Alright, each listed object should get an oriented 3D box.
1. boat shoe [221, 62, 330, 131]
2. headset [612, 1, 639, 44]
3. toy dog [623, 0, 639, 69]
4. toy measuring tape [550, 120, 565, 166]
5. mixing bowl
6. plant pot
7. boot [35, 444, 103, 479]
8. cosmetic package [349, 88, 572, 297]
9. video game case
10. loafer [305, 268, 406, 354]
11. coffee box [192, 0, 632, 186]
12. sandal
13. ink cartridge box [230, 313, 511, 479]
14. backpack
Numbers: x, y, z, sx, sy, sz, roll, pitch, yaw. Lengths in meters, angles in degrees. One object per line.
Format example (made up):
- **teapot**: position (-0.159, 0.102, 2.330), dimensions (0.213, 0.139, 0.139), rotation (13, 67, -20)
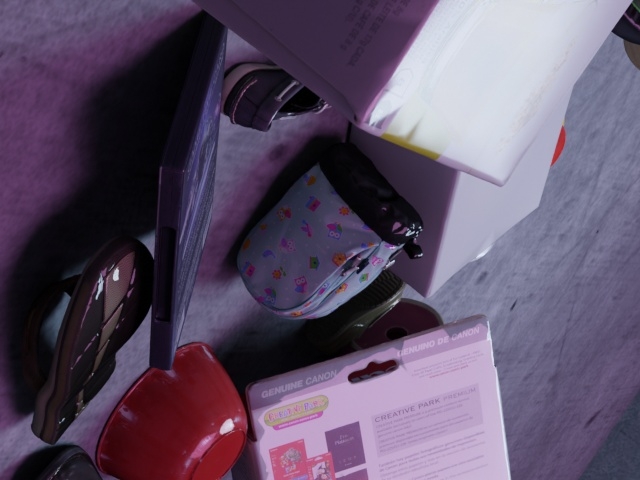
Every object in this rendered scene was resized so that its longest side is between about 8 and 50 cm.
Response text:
- **boat shoe**: position (-0.020, -0.137, 1.774), dimensions (0.206, 0.065, 0.075), rotation (-16, 138, -56)
- **headset**: position (0.329, -0.371, 1.791), dimensions (0.243, 0.185, 0.394), rotation (-43, 116, -21)
- **toy dog**: position (0.414, -0.372, 2.219), dimensions (0.220, 0.161, 0.333), rotation (-14, 121, -53)
- **toy measuring tape**: position (0.244, -0.185, 2.174), dimensions (0.121, 0.121, 0.330), rotation (-29, 138, -44)
- **mixing bowl**: position (-0.145, 0.211, 2.005), dimensions (0.181, 0.098, 0.181), rotation (-42, 155, -25)
- **plant pot**: position (0.095, 0.180, 2.330), dimensions (0.201, 0.201, 0.180), rotation (-34, 136, -37)
- **boot**: position (-0.188, 0.331, 1.924), dimensions (0.091, 0.229, 0.263), rotation (-49, 158, -9)
- **cosmetic package**: position (0.155, -0.147, 1.987), dimensions (0.217, 0.156, 0.385), rotation (-36, 154, -34)
- **video game case**: position (-0.118, -0.041, 1.647), dimensions (0.274, 0.026, 0.196), rotation (98, 3, -49)
- **loafer**: position (0.042, 0.086, 2.246), dimensions (0.148, 0.056, 0.050), rotation (-33, 153, -18)
- **coffee box**: position (0.057, -0.285, 1.343), dimensions (0.337, 0.338, 0.334), rotation (-55, 158, 8)
- **sandal**: position (-0.234, 0.092, 1.686), dimensions (0.120, 0.086, 0.303), rotation (-44, 172, -37)
- **ink cartridge box**: position (0.053, 0.225, 2.155), dimensions (0.309, 0.130, 0.272), rotation (-15, 113, -17)
- **backpack**: position (0.000, 0.000, 1.942), dimensions (0.182, 0.152, 0.115), rotation (-46, 155, 16)
